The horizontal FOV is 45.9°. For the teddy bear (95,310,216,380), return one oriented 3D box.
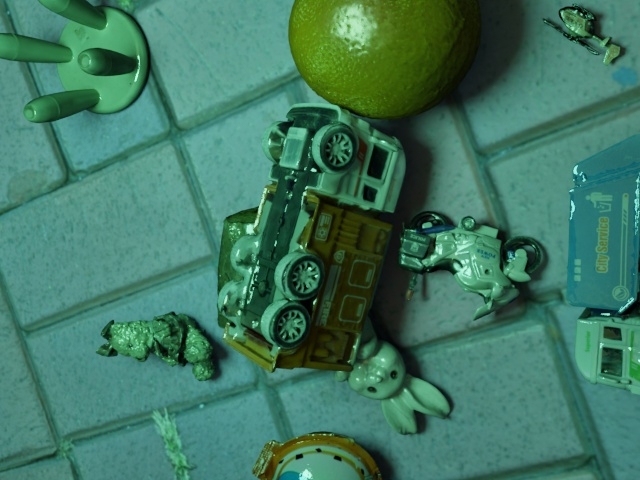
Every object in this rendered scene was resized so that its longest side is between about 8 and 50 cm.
[{"bbox_3d":[-0.287,0.173,1.375,0.213,0.111,0.133,13,142,1],"label":"teddy bear"}]

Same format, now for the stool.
[{"bbox_3d":[-0.430,-0.322,1.313,0.195,0.199,0.195,-34,84,20],"label":"stool"}]

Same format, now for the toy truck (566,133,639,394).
[{"bbox_3d":[0.446,0.032,1.069,0.175,0.146,0.367,3,96,28],"label":"toy truck"}]

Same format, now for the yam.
[{"bbox_3d":[-0.100,0.062,1.276,0.154,0.154,0.254,6,102,20],"label":"yam"}]

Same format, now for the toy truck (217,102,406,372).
[{"bbox_3d":[0.000,0.000,1.150,0.173,0.207,0.387,18,93,54],"label":"toy truck"}]

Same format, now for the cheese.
[{"bbox_3d":[0.044,0.432,1.285,0.329,0.129,0.216,27,113,-4],"label":"cheese"}]

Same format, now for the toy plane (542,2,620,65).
[{"bbox_3d":[0.384,-0.306,1.100,0.121,0.031,0.049,38,114,14],"label":"toy plane"}]

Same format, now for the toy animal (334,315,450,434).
[{"bbox_3d":[0.109,0.233,1.234,0.104,0.131,0.221,-44,84,6],"label":"toy animal"}]

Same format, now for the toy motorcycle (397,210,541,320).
[{"bbox_3d":[0.221,0.041,1.181,0.221,0.102,0.150,17,83,15],"label":"toy motorcycle"}]

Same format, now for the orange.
[{"bbox_3d":[0.090,-0.306,1.087,0.274,0.274,0.274,3,99,20],"label":"orange"}]
